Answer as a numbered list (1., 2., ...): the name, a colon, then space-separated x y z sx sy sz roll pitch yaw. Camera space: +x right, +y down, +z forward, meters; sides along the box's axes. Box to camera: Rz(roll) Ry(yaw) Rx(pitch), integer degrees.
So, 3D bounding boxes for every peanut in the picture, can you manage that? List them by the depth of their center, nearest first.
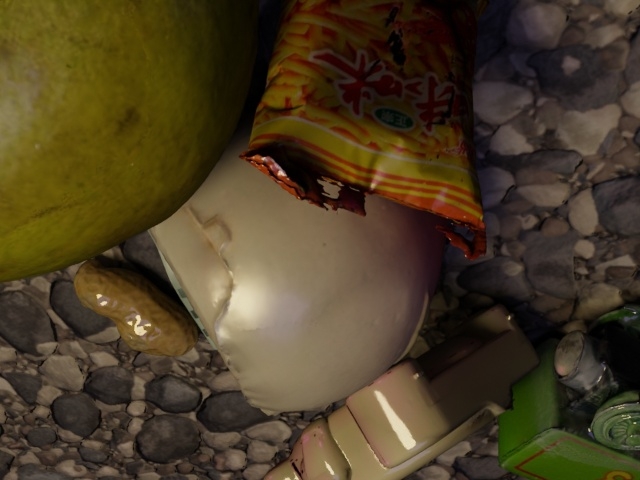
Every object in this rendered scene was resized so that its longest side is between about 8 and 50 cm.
1. peanut: -0.224 0.087 1.130 0.174 0.080 0.080 38 124 -23

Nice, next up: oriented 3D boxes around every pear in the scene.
1. pear: -0.223 -0.145 0.734 0.413 0.352 0.352 -45 122 -9

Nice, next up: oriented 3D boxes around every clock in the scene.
1. clock: 0.087 0.213 1.098 0.309 0.284 0.114 -42 78 39

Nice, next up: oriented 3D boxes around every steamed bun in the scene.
1. steamed bun: 0.000 0.000 0.916 0.309 0.309 0.309 3 132 3

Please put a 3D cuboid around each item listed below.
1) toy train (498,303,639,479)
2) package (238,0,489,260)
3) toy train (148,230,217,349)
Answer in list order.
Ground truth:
1. toy train: 0.383 0.222 1.137 0.307 0.174 0.249 24 136 -16
2. package: 0.051 -0.137 0.793 0.223 0.288 0.108 17 157 -18
3. toy train: -0.152 0.032 1.095 0.052 0.051 0.234 -16 128 13
